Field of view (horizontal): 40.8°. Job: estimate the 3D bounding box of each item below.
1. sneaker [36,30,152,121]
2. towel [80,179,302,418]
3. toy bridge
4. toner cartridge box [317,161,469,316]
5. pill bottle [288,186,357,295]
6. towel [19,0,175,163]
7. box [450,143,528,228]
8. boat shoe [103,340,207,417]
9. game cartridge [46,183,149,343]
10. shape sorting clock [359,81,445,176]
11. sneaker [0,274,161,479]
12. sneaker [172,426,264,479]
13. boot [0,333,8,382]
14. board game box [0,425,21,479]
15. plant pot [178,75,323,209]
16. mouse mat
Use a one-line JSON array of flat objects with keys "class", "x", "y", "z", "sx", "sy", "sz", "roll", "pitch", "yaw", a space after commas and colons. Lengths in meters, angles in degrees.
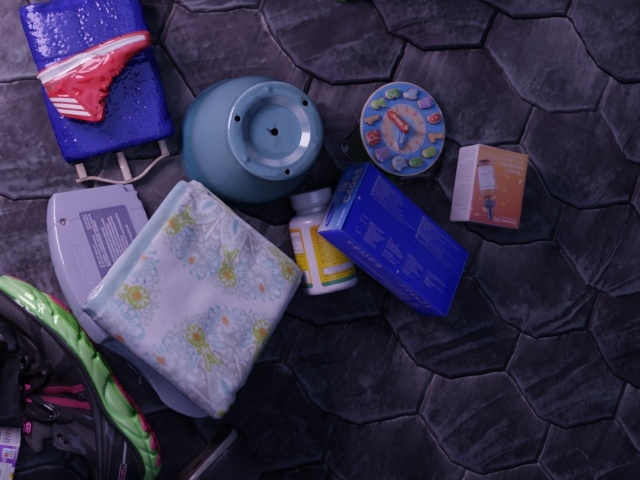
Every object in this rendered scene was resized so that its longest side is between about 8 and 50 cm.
[{"class": "sneaker", "x": -0.397, "y": -0.297, "z": 1.597, "sx": 0.221, "sy": 0.087, "sz": 0.128, "roll": -23, "pitch": 106, "yaw": 1}, {"class": "towel", "x": -0.222, "y": 0.094, "z": 1.607, "sx": 0.320, "sy": 0.090, "sz": 0.374, "roll": 41, "pitch": 48, "yaw": -12}, {"class": "toy bridge", "x": -0.387, "y": -0.144, "z": 1.693, "sx": 0.188, "sy": 0.026, "sz": 0.063, "roll": -20, "pitch": 98, "yaw": -17}, {"class": "toner cartridge box", "x": 0.159, "y": 0.005, "z": 1.785, "sx": 0.348, "sy": 0.075, "sz": 0.165, "roll": 39, "pitch": 62, "yaw": -32}, {"class": "pill bottle", "x": 0.000, "y": 0.000, "z": 1.777, "sx": 0.118, "sy": 0.117, "sz": 0.208, "roll": -14, "pitch": 95, "yaw": -18}, {"class": "towel", "x": -0.425, "y": -0.321, "z": 1.659, "sx": 0.228, "sy": 0.076, "sz": 0.308, "roll": -15, "pitch": 96, "yaw": -11}, {"class": "box", "x": 0.375, "y": -0.117, "z": 1.916, "sx": 0.130, "sy": 0.091, "sz": 0.170, "roll": 8, "pitch": 88, "yaw": -19}, {"class": "boat shoe", "x": -0.324, "y": 0.228, "z": 1.678, "sx": 0.306, "sy": 0.105, "sz": 0.113, "roll": 36, "pitch": 84, "yaw": -9}, {"class": "game cartridge", "x": -0.394, "y": 0.040, "z": 1.607, "sx": 0.196, "sy": 0.060, "sz": 0.294, "roll": -11, "pitch": 73, "yaw": -41}, {"class": "shape sorting clock", "x": 0.181, "y": -0.242, "z": 1.869, "sx": 0.206, "sy": 0.040, "sz": 0.206, "roll": 0, "pitch": 90, "yaw": -18}, {"class": "sneaker", "x": -0.481, "y": 0.279, "z": 1.586, "sx": 0.202, "sy": 0.185, "sz": 0.482, "roll": -33, "pitch": 97, "yaw": -13}, {"class": "sneaker", "x": -0.217, "y": 0.494, "z": 1.726, "sx": 0.222, "sy": 0.083, "sz": 0.118, "roll": -44, "pitch": 104, "yaw": -14}, {"class": "boot", "x": -0.652, "y": 0.197, "z": 1.572, "sx": 0.085, "sy": 0.236, "sz": 0.178, "roll": -7, "pitch": 50, "yaw": -45}, {"class": "board game box", "x": -0.691, "y": 0.399, "z": 1.534, "sx": 0.275, "sy": 0.144, "sz": 0.142, "roll": 13, "pitch": 87, "yaw": -18}, {"class": "plant pot", "x": -0.120, "y": -0.197, "z": 1.662, "sx": 0.272, "sy": 0.255, "sz": 0.271, "roll": 0, "pitch": 91, "yaw": -18}, {"class": "mouse mat", "x": 0.150, "y": -0.218, "z": 1.884, "sx": 0.152, "sy": 0.007, "sz": 0.189, "roll": 43, "pitch": 77, "yaw": -14}]
